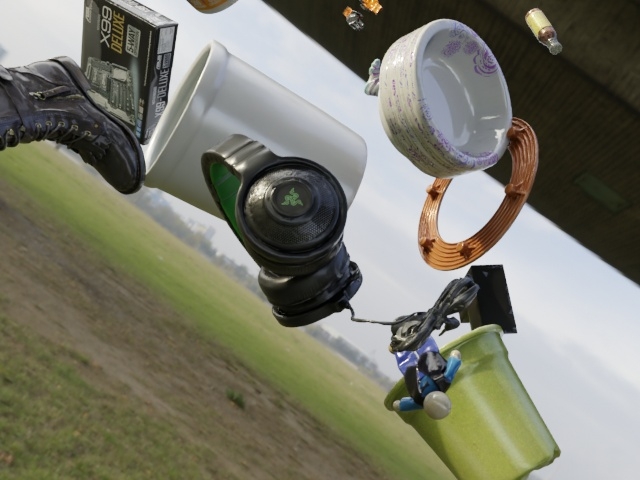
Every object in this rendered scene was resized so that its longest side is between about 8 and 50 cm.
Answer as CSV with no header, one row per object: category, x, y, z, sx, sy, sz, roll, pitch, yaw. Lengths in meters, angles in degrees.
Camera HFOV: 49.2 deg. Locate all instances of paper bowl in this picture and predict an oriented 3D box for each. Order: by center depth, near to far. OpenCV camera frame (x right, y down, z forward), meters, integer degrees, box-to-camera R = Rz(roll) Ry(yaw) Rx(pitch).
paper bowl,0.221,-0.256,1.318,0.284,0.284,0.148,40,-32,-27

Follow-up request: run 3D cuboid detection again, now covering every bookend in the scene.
bookend,0.352,0.154,1.507,0.072,0.157,0.156,-1,-29,-6

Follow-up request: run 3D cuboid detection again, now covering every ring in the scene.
ring,0.293,-0.097,1.374,0.032,0.336,0.336,28,-3,-22

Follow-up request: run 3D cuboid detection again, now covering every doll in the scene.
doll,0.148,0.196,1.007,0.046,0.129,0.189,39,11,-21

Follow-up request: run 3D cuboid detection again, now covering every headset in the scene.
headset,0.000,0.000,0.878,0.394,0.185,0.243,42,-21,37

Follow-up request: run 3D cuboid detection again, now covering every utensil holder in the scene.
utensil holder,-0.141,-0.184,1.487,0.385,0.327,0.327,27,-2,-22

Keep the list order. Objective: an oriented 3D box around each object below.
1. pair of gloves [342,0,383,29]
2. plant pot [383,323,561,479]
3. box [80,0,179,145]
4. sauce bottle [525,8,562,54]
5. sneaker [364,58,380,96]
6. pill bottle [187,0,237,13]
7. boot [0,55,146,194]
pair of gloves,0.094,-0.519,1.579,0.074,0.083,0.010,56,19,25
plant pot,0.303,0.342,1.320,0.254,0.276,0.276,56,3,27
box,-0.471,-0.422,1.689,0.242,0.307,0.076,32,37,21
sauce bottle,0.506,-0.471,1.579,0.042,0.042,0.128,45,24,-51
sneaker,0.162,-0.430,1.866,0.069,0.098,0.038,22,18,23
pill bottle,-0.233,-0.510,1.128,0.152,0.152,0.272,31,-4,41
boot,-0.387,-0.151,0.972,0.263,0.091,0.229,53,28,-1
